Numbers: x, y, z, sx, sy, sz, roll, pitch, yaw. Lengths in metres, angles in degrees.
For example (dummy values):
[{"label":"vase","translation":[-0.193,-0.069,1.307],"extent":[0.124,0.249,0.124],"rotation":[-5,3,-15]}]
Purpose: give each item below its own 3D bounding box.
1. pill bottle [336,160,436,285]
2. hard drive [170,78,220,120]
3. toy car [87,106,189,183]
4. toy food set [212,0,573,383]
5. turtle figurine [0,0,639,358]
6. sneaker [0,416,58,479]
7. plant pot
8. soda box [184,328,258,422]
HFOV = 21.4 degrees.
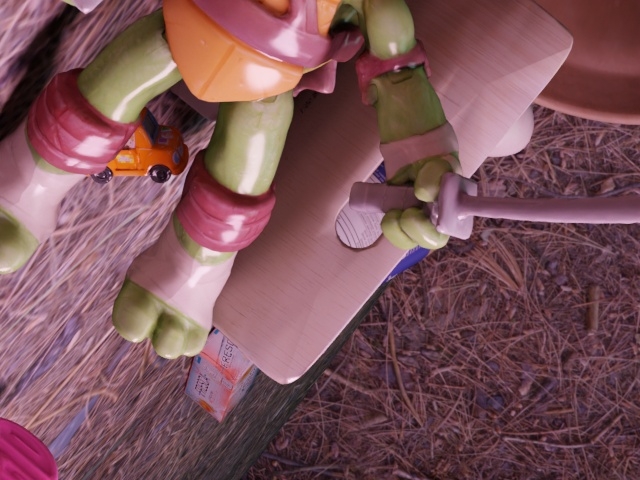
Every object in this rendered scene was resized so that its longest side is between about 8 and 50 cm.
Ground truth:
[{"label":"pill bottle","translation":[0.000,0.000,1.468],"extent":[0.219,0.123,0.123],"rotation":[-30,163,-34]},{"label":"hard drive","translation":[0.011,-0.156,1.078],"extent":[0.203,0.040,0.307],"rotation":[-51,175,6]},{"label":"toy car","translation":[-0.113,-0.037,0.875],"extent":[0.122,0.060,0.040],"rotation":[-53,146,-55]},{"label":"toy food set","translation":[0.029,-0.050,0.948],"extent":[0.219,0.092,0.306],"rotation":[-51,-170,6]},{"label":"turtle figurine","translation":[-0.043,-0.049,0.690],"extent":[0.198,0.274,0.266],"rotation":[5,138,-39]},{"label":"sneaker","translation":[-0.269,0.237,1.114],"extent":[0.252,0.103,0.111],"rotation":[-46,171,-28]},{"label":"plant pot","translation":[0.234,-0.253,1.344],"extent":[0.263,0.263,0.229],"rotation":[114,-1,-67]},{"label":"soda box","translation":[-0.107,0.144,1.898],"extent":[0.063,0.058,0.183],"rotation":[-48,174,-21]}]
